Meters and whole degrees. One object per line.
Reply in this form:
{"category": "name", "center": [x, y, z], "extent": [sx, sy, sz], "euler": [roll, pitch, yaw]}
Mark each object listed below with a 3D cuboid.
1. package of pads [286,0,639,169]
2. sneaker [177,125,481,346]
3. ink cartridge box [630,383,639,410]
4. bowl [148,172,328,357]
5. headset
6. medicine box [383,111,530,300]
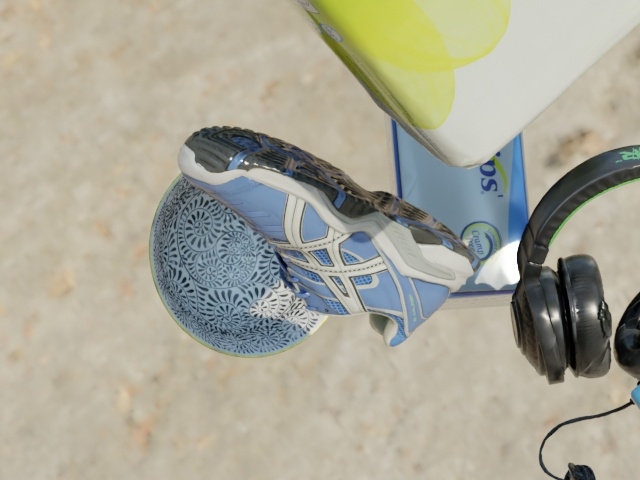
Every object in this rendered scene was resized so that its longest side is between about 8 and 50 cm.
{"category": "package of pads", "center": [0.102, -0.202, 0.888], "extent": [0.296, 0.229, 0.101], "euler": [-42, 37, 3]}
{"category": "sneaker", "center": [0.000, 0.000, 1.116], "extent": [0.081, 0.211, 0.080], "euler": [-56, 30, 11]}
{"category": "ink cartridge box", "center": [0.385, 0.167, 1.247], "extent": [0.198, 0.197, 0.270], "euler": [-41, 47, 10]}
{"category": "bowl", "center": [-0.069, 0.009, 1.532], "extent": [0.170, 0.170, 0.080], "euler": [-44, 14, -17]}
{"category": "headset", "center": [0.304, 0.102, 1.863], "extent": [0.243, 0.394, 0.185], "euler": [9, 27, -8]}
{"category": "medicine box", "center": [0.157, -0.057, 2.174], "extent": [0.149, 0.263, 0.289], "euler": [-5, -6, 2]}
